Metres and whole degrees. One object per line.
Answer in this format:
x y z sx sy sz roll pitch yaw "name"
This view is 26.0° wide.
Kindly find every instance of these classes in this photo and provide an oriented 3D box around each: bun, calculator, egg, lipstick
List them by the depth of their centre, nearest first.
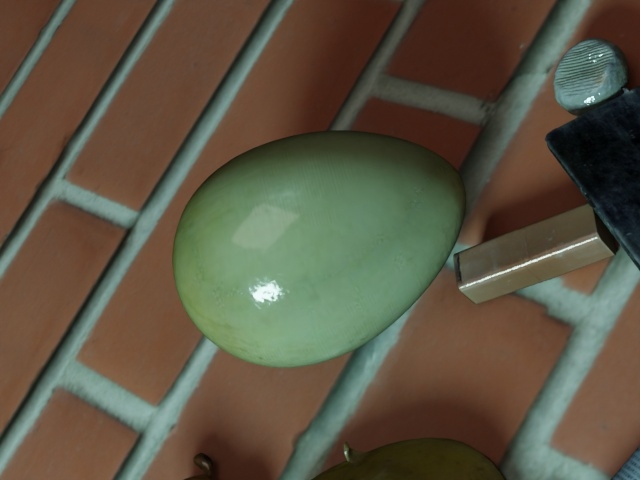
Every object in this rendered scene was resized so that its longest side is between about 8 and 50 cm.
0.319 -0.051 1.223 0.161 0.021 0.261 -27 47 1 "calculator"
0.198 0.013 1.291 0.145 0.045 0.045 -21 51 26 "lipstick"
0.000 0.000 1.337 0.296 0.218 0.218 -27 49 6 "egg"
0.264 -0.157 1.345 0.083 0.045 0.083 -21 49 26 "bun"

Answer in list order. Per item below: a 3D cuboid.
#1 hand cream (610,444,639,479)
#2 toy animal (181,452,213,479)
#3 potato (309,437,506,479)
0.285 0.182 1.113 0.271 0.058 0.091 -48 33 -2 "hand cream"
-0.127 0.351 1.317 0.158 0.097 0.312 8 67 30 "toy animal"
0.026 0.283 1.218 0.299 0.116 0.239 -39 42 10 "potato"
